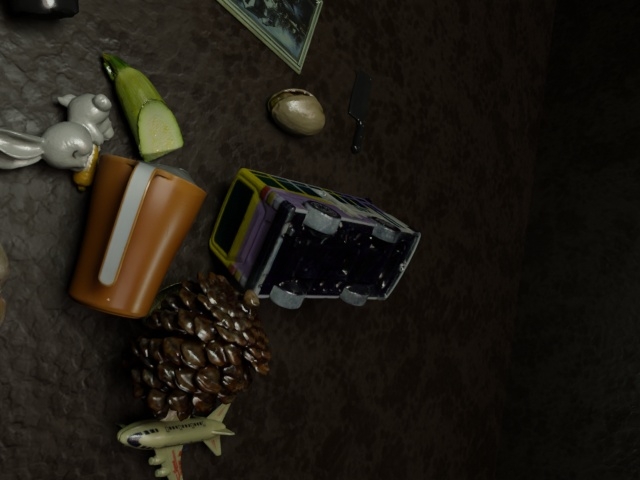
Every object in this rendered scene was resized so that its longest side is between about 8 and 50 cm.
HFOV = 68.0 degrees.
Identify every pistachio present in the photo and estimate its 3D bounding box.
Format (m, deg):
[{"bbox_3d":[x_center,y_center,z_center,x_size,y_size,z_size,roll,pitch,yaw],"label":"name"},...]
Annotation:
[{"bbox_3d":[-0.054,-0.301,1.123,0.149,0.113,0.113,14,80,-30],"label":"pistachio"}]

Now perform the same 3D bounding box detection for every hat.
[{"bbox_3d":[-0.278,0.109,0.921,0.145,0.067,0.146,-18,139,-17],"label":"hat"}]

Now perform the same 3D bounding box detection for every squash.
[{"bbox_3d":[-0.323,-0.245,0.854,0.090,0.075,0.200,-30,112,-14],"label":"squash"}]

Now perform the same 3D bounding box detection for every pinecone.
[{"bbox_3d":[-0.205,0.186,0.819,0.272,0.224,0.224,-44,128,4],"label":"pinecone"}]

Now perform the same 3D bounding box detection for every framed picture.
[{"bbox_3d":[-0.112,-0.572,1.111,0.296,0.019,0.233,29,70,-42],"label":"framed picture"}]

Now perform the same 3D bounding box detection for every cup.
[{"bbox_3d":[-0.309,-0.013,0.783,0.182,0.226,0.264,18,82,-12],"label":"cup"}]

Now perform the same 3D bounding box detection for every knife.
[{"bbox_3d":[0.107,-0.368,1.347,0.072,0.019,0.246,21,72,-40],"label":"knife"}]

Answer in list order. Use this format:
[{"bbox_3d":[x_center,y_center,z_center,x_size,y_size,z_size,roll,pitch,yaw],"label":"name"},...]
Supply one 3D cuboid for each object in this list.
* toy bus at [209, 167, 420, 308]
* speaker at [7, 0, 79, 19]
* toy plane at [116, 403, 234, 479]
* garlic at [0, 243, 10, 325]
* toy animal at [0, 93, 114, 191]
[{"bbox_3d":[0.000,0.000,1.069,0.439,0.249,0.210,7,114,-46],"label":"toy bus"},{"bbox_3d":[-0.425,-0.523,0.735,0.259,0.197,0.330,-86,175,-67],"label":"speaker"},{"bbox_3d":[-0.270,0.360,0.897,0.256,0.104,0.242,21,78,-44],"label":"toy plane"},{"bbox_3d":[-0.500,0.035,0.622,0.160,0.191,0.214,34,52,-68],"label":"garlic"},{"bbox_3d":[-0.421,-0.153,0.761,0.127,0.131,0.182,32,55,-7],"label":"toy animal"}]
